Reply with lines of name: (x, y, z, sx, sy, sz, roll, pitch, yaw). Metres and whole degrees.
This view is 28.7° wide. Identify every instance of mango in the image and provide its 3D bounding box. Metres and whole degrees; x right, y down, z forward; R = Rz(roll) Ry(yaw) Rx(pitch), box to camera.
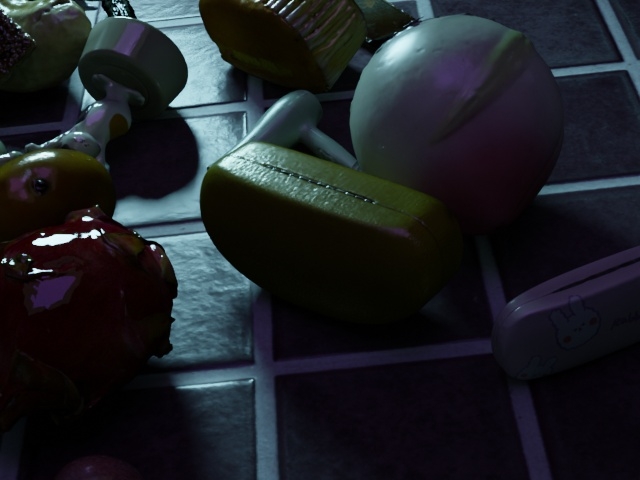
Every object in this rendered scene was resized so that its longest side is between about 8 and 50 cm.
mango: (-0.362, -0.046, 1.696, 0.176, 0.139, 0.254, -36, -6, 17)

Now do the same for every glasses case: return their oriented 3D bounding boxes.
glasses case: (0.000, 0.000, 1.629, 0.371, 0.173, 0.141, 21, 45, 33)
glasses case: (0.345, 0.083, 1.528, 0.297, 0.113, 0.075, -20, 39, -16)

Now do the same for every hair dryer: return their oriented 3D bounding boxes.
hair dryer: (-0.020, -0.115, 1.878, 0.237, 0.075, 0.206, 30, 58, 26)

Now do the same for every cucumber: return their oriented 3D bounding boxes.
cucumber: (-0.364, -0.413, 2.292, 0.053, 0.053, 0.181, -17, 43, -13)

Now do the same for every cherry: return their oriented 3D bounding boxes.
cherry: (-0.294, 0.296, 1.383, 0.226, 0.090, 0.107, -12, 42, 8)

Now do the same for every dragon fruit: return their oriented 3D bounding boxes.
dragon fruit: (-0.312, 0.091, 1.528, 0.315, 0.250, 0.250, -29, 44, -21)

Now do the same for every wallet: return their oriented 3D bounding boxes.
wallet: (0.068, -0.408, 2.236, 0.122, 0.031, 0.232, -23, 44, -25)

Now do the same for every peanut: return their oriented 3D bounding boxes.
peanut: (-0.528, -0.338, 2.134, 0.340, 0.158, 0.174, 17, 79, 21)

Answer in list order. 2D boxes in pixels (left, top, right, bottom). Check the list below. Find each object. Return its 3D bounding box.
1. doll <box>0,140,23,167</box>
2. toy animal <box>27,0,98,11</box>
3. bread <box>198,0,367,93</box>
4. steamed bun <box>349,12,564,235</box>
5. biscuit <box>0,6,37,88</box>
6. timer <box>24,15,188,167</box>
doll: (-0.519, -0.080, 1.862, 0.155, 0.113, 0.275, -16, 46, 2)
toy animal: (-0.477, -0.432, 2.204, 0.367, 0.206, 0.081, 15, 79, 22)
bread: (-0.072, -0.352, 2.075, 0.288, 0.204, 0.156, 27, 67, 38)
steamed bun: (0.198, -0.131, 1.693, 0.310, 0.309, 0.309, -4, 39, 3)
biscuit: (-0.576, -0.274, 2.042, 0.131, 0.025, 0.231, 43, 95, 20)
timer: (-0.336, -0.202, 1.961, 0.175, 0.175, 0.266, 10, 53, 19)
